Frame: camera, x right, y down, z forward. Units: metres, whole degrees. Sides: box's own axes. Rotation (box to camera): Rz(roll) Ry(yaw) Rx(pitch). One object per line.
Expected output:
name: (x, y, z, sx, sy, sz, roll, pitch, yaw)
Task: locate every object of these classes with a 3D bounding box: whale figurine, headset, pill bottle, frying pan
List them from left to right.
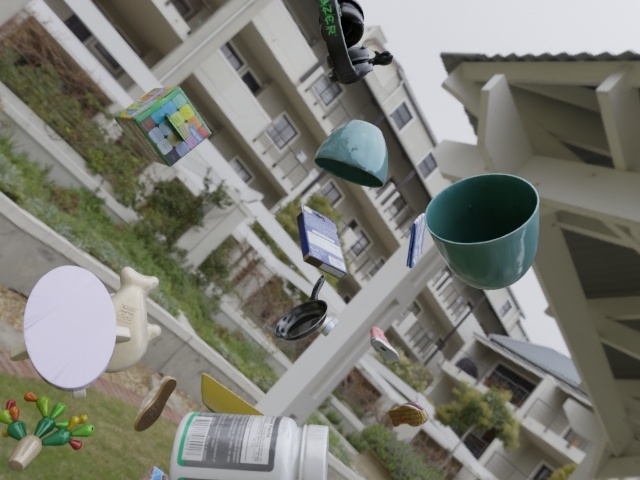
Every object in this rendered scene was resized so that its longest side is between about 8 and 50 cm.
whale figurine: (-0.532, 0.212, 1.304, 0.216, 0.272, 0.141, 24, -21, -22)
pill bottle: (-0.164, 0.535, 1.204, 0.361, 0.204, 0.204, 3, -17, 4)
frying pan: (-0.060, 0.237, 1.641, 0.053, 0.197, 0.326, 62, 9, -18)
headset: (0.097, -0.559, 1.378, 0.394, 0.185, 0.244, 8, 73, -76)

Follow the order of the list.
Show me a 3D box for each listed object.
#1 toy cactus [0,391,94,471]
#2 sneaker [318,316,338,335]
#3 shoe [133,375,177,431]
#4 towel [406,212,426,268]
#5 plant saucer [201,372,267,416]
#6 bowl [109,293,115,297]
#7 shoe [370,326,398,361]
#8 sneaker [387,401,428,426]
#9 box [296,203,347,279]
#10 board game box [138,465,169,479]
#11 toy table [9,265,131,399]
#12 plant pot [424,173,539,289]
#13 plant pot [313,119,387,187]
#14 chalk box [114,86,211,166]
toy cactus: (-0.641, 0.442, 1.110, 0.219, 0.112, 0.180, 22, 23, -6)
sneaker: (0.019, 0.357, 2.133, 0.091, 0.094, 0.258, 41, -8, 8)
shoe: (-0.619, 0.604, 1.826, 0.058, 0.219, 0.076, 14, -29, 42)
towel: (0.432, -0.003, 2.185, 0.034, 0.209, 0.285, 9, 14, 18)
plant saucer: (-0.275, 0.636, 1.727, 0.332, 0.081, 0.333, 26, -29, 24)
bowl: (-0.740, 0.242, 1.751, 0.142, 0.142, 0.053, 32, 37, -63)
shoe: (0.271, 0.441, 2.083, 0.178, 0.063, 0.081, 44, 26, -28)
sneaker: (0.271, 0.499, 1.433, 0.185, 0.083, 0.070, -41, -113, 61)
box: (0.000, 0.000, 1.399, 0.136, 0.036, 0.225, 28, 33, -30)
board game box: (-0.359, 0.746, 1.187, 0.291, 0.141, 0.232, 44, 9, -16)
toy table: (-0.553, 0.213, 1.090, 0.161, 0.252, 0.274, 125, -36, -52)
plant pot: (0.462, -0.006, 1.364, 0.293, 0.293, 0.235, 31, -25, 50)
plant pot: (0.142, -0.349, 1.903, 0.290, 0.195, 0.290, 21, -5, 2)
chalk box: (-0.483, -0.359, 1.537, 0.289, 0.179, 0.180, 20, -31, 49)
